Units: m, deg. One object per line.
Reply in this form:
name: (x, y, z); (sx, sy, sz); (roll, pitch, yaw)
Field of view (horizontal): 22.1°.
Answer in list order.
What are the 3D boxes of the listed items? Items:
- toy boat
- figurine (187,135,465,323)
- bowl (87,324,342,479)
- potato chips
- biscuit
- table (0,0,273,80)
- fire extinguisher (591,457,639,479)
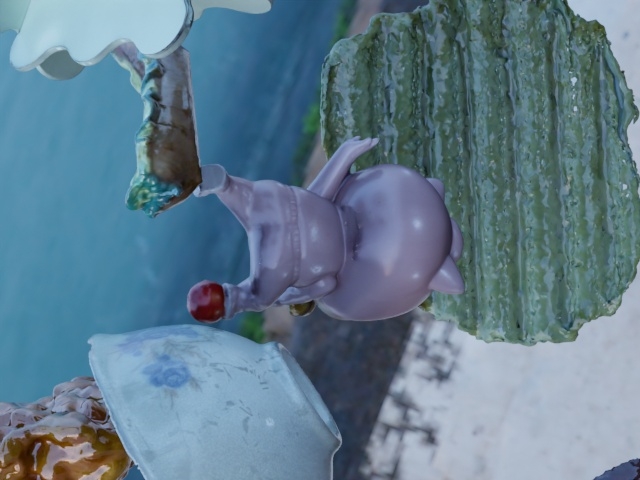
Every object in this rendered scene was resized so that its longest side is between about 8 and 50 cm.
toy boat: (-0.168, -0.144, 1.599); (0.108, 0.099, 0.293); (87, 168, -46)
figurine: (0.000, 0.000, 1.667); (0.186, 0.288, 0.176); (130, 131, -58)
bowl: (-0.069, 0.179, 1.518); (0.146, 0.313, 0.313); (-35, 35, 4)
potato chips: (0.183, -0.081, 1.859); (0.070, 0.359, 0.429); (-48, -47, -71)
biscuit: (-0.341, 0.232, 1.773); (0.318, 0.312, 0.110); (-126, 20, -83)
table: (-0.149, -0.204, 1.216); (0.198, 0.166, 0.166); (1, 69, 42)
fire extinguisher: (0.354, 0.350, 1.476); (0.147, 0.337, 0.106); (-34, 9, -36)
